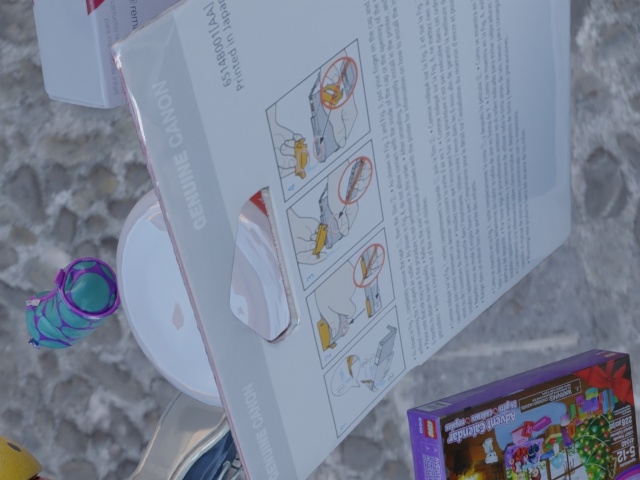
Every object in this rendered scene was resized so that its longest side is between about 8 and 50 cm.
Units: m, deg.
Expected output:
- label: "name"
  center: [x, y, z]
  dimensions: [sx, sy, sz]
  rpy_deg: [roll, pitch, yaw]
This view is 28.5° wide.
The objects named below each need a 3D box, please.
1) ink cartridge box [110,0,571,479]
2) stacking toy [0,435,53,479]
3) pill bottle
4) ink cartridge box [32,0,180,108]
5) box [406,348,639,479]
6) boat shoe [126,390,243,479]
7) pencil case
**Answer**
- label: "ink cartridge box"
  center: [0.019, -0.048, 0.601]
  dimensions: [0.066, 0.261, 0.296]
  rpy_deg: [31, 147, 36]
- label: "stacking toy"
  center: [-0.404, 0.346, 1.485]
  dimensions: [0.350, 0.350, 0.480]
  rpy_deg: [-34, 90, 19]
- label: "pill bottle"
  center: [0.000, 0.000, 1.202]
  dimensions: [0.210, 0.363, 0.210]
  rpy_deg: [15, 116, 33]
- label: "ink cartridge box"
  center: [-0.080, -0.144, 0.696]
  dimensions: [0.063, 0.150, 0.109]
  rpy_deg: [15, 118, 45]
- label: "box"
  center: [0.233, 0.249, 1.385]
  dimensions: [0.293, 0.057, 0.201]
  rpy_deg: [-13, 100, -34]
- label: "boat shoe"
  center: [-0.130, 0.235, 1.321]
  dimensions: [0.095, 0.254, 0.079]
  rpy_deg: [10, 153, 44]
- label: "pencil case"
  center: [-0.252, 0.065, 1.269]
  dimensions: [0.070, 0.064, 0.151]
  rpy_deg: [27, 153, -17]
